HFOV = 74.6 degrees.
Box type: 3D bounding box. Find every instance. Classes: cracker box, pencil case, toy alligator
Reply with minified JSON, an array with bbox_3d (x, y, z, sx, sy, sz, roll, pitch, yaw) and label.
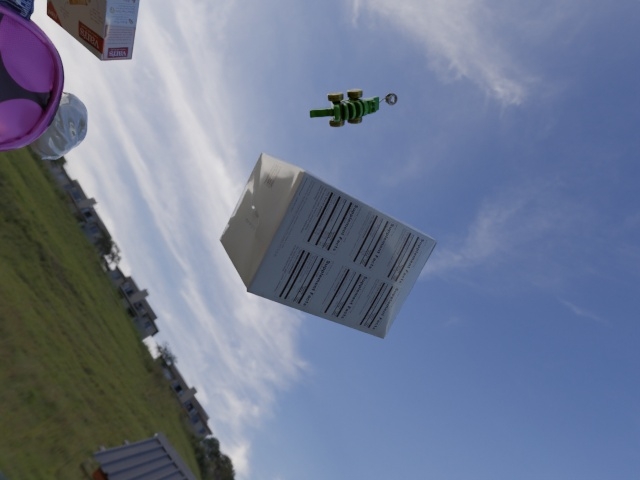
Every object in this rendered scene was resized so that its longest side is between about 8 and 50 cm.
[{"bbox_3d":[-0.367,-0.439,0.681,0.156,0.067,0.232,39,-51,12],"label":"cracker box"},{"bbox_3d":[-0.258,-0.140,0.269,0.209,0.095,0.098,30,-3,25],"label":"pencil case"},{"bbox_3d":[0.073,-0.238,0.747,0.051,0.190,0.056,43,-37,51],"label":"toy alligator"}]

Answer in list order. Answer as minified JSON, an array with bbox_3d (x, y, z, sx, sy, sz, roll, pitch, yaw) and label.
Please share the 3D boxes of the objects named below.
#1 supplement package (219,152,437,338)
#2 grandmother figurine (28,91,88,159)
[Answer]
[{"bbox_3d":[0.000,0.000,0.567,0.149,0.203,0.194,-63,-152,6],"label":"supplement package"},{"bbox_3d":[-0.484,-0.155,0.541,0.104,0.342,0.207,110,-22,-68],"label":"grandmother figurine"}]
